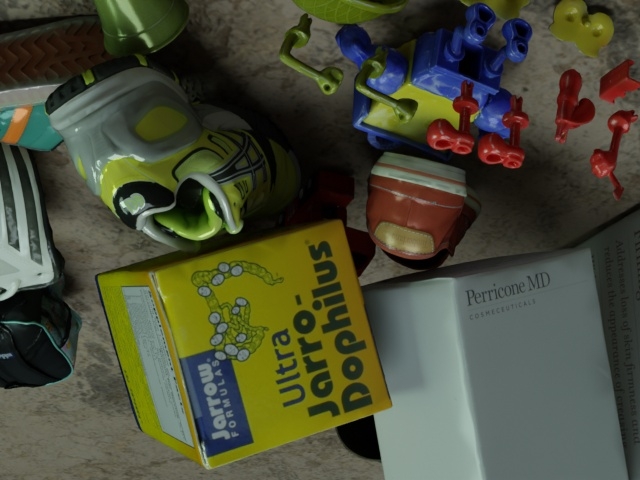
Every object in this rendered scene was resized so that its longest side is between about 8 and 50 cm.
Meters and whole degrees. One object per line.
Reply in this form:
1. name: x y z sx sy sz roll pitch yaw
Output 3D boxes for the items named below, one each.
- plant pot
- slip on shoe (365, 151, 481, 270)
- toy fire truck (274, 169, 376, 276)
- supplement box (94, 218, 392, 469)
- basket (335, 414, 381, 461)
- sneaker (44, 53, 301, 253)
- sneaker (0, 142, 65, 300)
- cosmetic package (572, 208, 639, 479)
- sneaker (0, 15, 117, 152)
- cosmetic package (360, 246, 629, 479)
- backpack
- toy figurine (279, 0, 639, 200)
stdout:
1. plant pot: -0.167 -0.215 1.183 0.083 0.083 0.079 -8 137 18
2. slip on shoe: 0.097 -0.022 1.383 0.123 0.101 0.331 14 179 6
3. toy fire truck: 0.000 0.000 1.480 0.047 0.135 0.192 14 148 -20
4. supplement box: -0.094 0.099 1.417 0.195 0.194 0.356 -17 -176 -17
5. basket: 0.170 0.263 1.925 0.204 0.154 0.227 -19 148 36
6. sneaker: -0.125 -0.052 1.302 0.145 0.147 0.384 -28 163 19
7. sneaker: -0.427 0.077 1.485 0.257 0.169 0.448 14 118 -28
8. cosmetic package: 0.495 0.137 1.494 0.327 0.330 0.393 20 145 -27
9. sneaker: -0.309 -0.132 1.297 0.302 0.108 0.121 -4 146 7
10. cosmetic package: 0.184 0.211 1.378 0.217 0.385 0.156 -13 -175 -40
11. backpack: -0.383 0.101 1.673 0.165 0.144 0.188 -8 142 10
12. toy figurine: 0.078 -0.124 1.221 0.362 0.191 0.217 17 152 -22
